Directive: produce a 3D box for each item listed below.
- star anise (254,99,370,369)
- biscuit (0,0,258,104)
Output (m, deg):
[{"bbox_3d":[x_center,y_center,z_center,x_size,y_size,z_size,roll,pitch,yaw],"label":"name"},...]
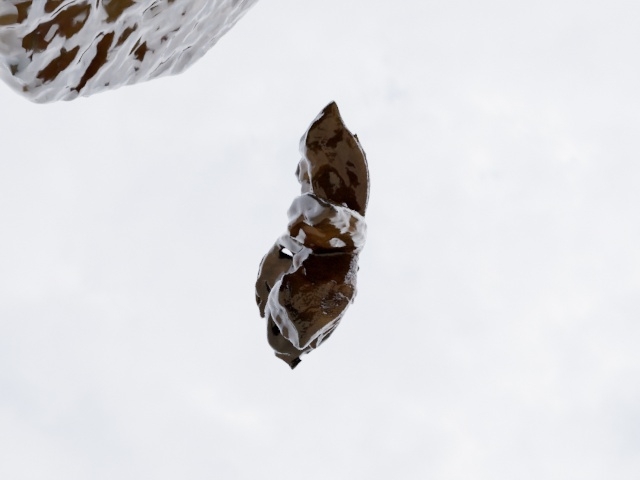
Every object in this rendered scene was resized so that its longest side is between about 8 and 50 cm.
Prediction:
[{"bbox_3d":[0.000,0.001,0.505,0.057,0.168,0.167,16,-69,-9],"label":"star anise"},{"bbox_3d":[-0.040,-0.212,0.395,0.046,0.359,0.359,37,-72,7],"label":"biscuit"}]
